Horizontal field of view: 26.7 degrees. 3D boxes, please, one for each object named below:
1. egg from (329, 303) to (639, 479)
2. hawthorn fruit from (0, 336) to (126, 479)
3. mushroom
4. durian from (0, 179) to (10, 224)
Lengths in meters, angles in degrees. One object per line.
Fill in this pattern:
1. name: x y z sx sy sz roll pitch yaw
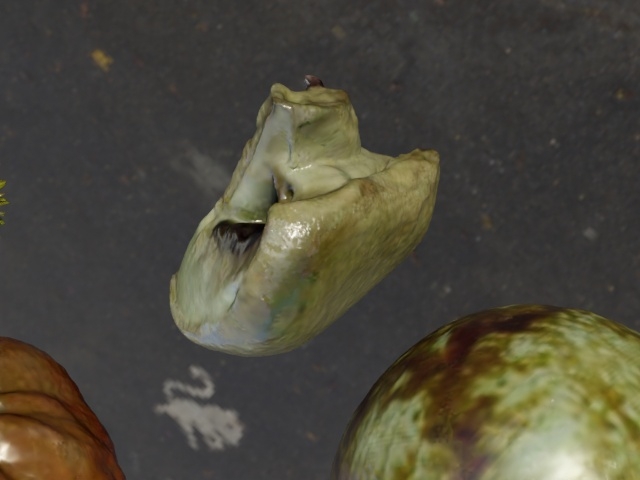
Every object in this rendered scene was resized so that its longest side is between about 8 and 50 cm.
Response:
1. egg: 0.126 0.165 0.898 0.289 0.238 0.238 -19 113 48
2. hawthorn fruit: -0.238 0.188 0.827 0.258 0.258 0.261 9 117 42
3. mushroom: 0.005 0.006 1.314 0.218 0.212 0.292 14 118 -21
4. durian: -0.428 -0.051 1.262 0.291 0.224 0.291 8 144 6
